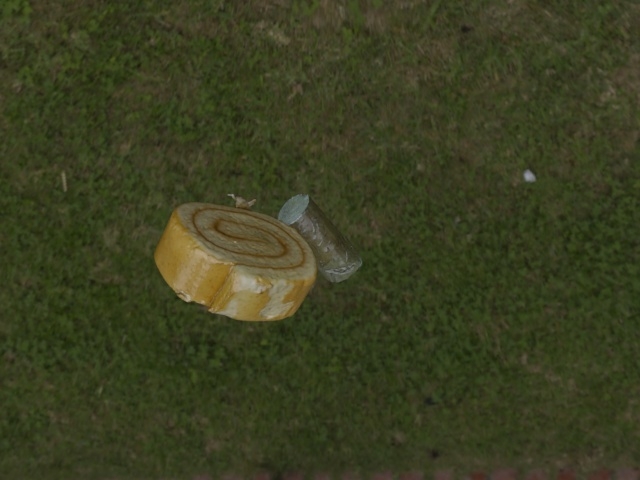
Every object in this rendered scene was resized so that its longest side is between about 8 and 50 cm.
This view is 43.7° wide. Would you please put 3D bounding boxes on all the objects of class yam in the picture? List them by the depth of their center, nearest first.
[{"bbox_3d":[0.000,0.000,0.970,0.054,0.054,0.132,-26,131,17],"label":"yam"}]

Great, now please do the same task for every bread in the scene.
[{"bbox_3d":[-0.075,0.018,0.761,0.149,0.122,0.073,8,126,-33],"label":"bread"}]
